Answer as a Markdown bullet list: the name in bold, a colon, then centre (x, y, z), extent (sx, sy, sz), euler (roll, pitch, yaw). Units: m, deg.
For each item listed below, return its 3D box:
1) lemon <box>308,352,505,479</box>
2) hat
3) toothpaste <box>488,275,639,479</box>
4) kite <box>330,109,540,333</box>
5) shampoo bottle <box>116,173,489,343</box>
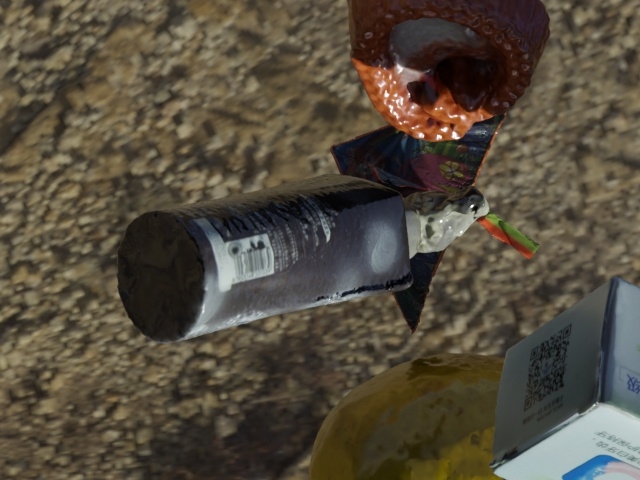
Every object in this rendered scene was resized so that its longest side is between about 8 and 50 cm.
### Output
- **lemon**: centre (0.090, 0.151, 0.994), extent (0.207, 0.170, 0.170), euler (-8, 84, -21)
- **hat**: centre (0.067, -0.144, 0.782), extent (0.112, 0.093, 0.162), euler (65, 25, -56)
- **toothpaste**: centre (0.235, 0.121, 0.673), extent (0.336, 0.081, 0.067), euler (25, 55, -16)
- **kite**: centre (0.079, -0.031, 1.084), extent (0.159, 0.010, 0.190), euler (23, 82, 0)
- **shampoo bottle**: centre (0.000, 0.001, 0.725), extent (0.207, 0.063, 0.057), euler (-13, 101, -51)
